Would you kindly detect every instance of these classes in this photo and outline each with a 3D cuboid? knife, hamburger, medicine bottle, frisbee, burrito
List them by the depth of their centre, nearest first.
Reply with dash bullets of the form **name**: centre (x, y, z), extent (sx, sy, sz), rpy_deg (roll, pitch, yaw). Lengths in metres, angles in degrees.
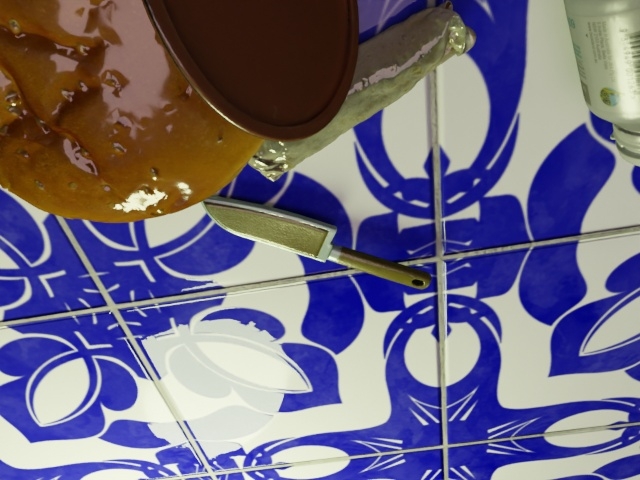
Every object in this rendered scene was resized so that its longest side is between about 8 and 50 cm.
- **frisbee**: centre (-0.043, -0.207, 0.378), extent (0.021, 0.251, 0.251), rpy_deg (2, 133, 37)
- **hamburger**: centre (-0.192, -0.158, 0.431), extent (0.314, 0.170, 0.290), rpy_deg (-19, 124, 12)
- **medicine bottle**: centre (0.326, -0.182, 0.453), extent (0.135, 0.135, 0.215), rpy_deg (-24, 123, 15)
- **burrito**: centre (0.031, -0.161, 0.508), extent (0.275, 0.059, 0.082), rpy_deg (-29, 131, 19)
- **knife**: centre (0.000, -0.001, 0.638), extent (0.343, 0.027, 0.061), rpy_deg (17, 127, -10)
